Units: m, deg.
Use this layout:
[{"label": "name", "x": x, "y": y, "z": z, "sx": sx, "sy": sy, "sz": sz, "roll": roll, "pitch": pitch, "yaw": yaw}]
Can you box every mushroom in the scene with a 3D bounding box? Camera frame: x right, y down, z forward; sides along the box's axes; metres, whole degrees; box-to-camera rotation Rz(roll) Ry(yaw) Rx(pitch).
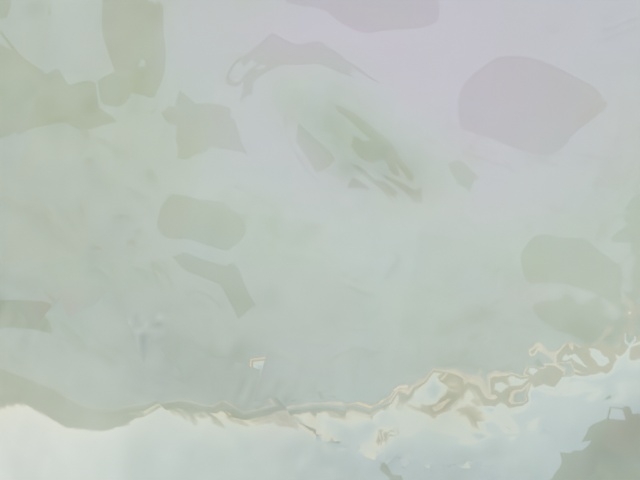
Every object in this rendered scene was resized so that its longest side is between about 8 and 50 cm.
[{"label": "mushroom", "x": -0.006, "y": -0.028, "z": 0.505, "sx": 0.356, "sy": 0.315, "sz": 0.315, "roll": -21, "pitch": -153, "yaw": 20}]
